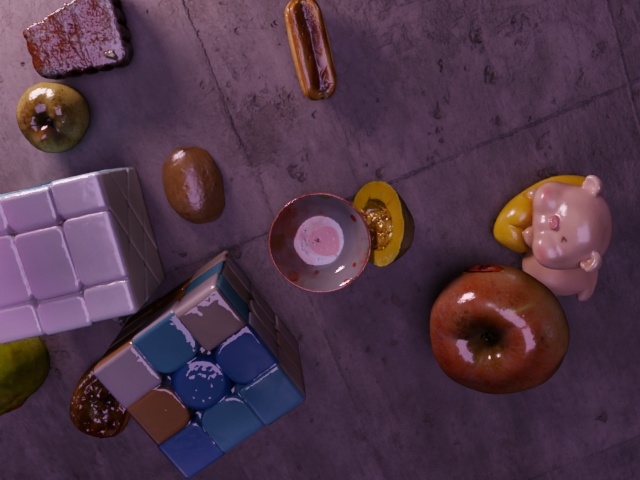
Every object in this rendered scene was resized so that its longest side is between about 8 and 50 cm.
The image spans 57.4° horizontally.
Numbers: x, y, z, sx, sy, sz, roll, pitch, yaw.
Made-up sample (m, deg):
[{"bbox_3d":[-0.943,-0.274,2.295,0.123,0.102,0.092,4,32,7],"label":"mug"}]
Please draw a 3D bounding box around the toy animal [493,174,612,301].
[{"bbox_3d":[0.602,0.001,1.487,0.278,0.247,0.345,1,101,-3],"label":"toy animal"}]

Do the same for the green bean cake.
[{"bbox_3d":[-0.569,-0.488,1.375,0.233,0.097,0.198,-16,103,-1],"label":"green bean cake"}]

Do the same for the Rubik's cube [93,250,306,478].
[{"bbox_3d":[-0.272,0.282,1.427,0.344,0.347,0.346,-36,101,4],"label":"Rubik's cube"}]

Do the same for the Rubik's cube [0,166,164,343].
[{"bbox_3d":[-0.578,0.016,1.363,0.316,0.322,0.318,-13,101,0],"label":"Rubik's cube"}]

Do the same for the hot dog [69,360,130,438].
[{"bbox_3d":[-0.574,0.428,1.560,0.160,0.099,0.227,14,103,-6],"label":"hot dog"}]

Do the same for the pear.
[{"bbox_3d":[-0.632,-0.294,1.388,0.167,0.136,0.167,-2,106,-7],"label":"pear"}]

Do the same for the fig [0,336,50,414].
[{"bbox_3d":[-0.843,0.284,1.434,0.258,0.258,0.326,-45,94,5],"label":"fig"}]

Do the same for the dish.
[{"bbox_3d":[0.000,0.000,1.519,0.260,0.085,0.260,1,102,3],"label":"dish"}]

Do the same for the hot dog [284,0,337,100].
[{"bbox_3d":[-0.024,-0.469,1.436,0.100,0.068,0.249,-16,105,-14],"label":"hot dog"}]

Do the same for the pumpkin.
[{"bbox_3d":[0.175,-0.041,1.488,0.110,0.217,0.217,0,103,-36],"label":"pumpkin"}]

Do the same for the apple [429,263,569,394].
[{"bbox_3d":[0.454,0.214,1.492,0.338,0.305,0.338,7,106,26],"label":"apple"}]

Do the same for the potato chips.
[{"bbox_3d":[-0.324,-0.140,1.489,0.150,0.049,0.201,-10,96,-8],"label":"potato chips"}]

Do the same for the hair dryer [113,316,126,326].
[{"bbox_3d":[-0.509,0.197,1.503,0.038,0.124,0.063,28,99,-23],"label":"hair dryer"}]
